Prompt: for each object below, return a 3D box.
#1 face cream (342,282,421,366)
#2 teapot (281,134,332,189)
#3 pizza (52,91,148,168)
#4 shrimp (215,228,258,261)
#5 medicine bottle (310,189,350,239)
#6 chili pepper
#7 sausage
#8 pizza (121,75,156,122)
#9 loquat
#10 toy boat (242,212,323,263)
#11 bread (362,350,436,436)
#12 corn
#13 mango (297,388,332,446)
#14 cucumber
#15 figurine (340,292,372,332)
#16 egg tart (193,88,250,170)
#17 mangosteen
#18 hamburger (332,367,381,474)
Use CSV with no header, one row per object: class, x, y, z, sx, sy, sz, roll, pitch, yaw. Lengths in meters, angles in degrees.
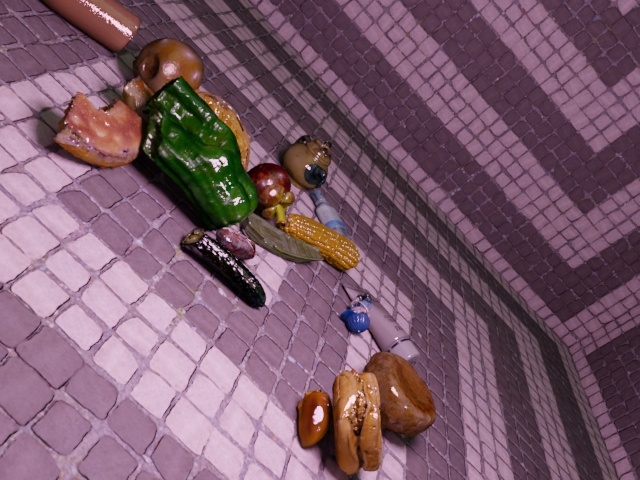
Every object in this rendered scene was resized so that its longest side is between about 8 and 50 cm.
face cream,0.181,0.251,1.821,0.143,0.089,0.314,17,28,-49
teapot,-0.034,-0.286,2.110,0.173,0.182,0.269,31,28,-37
pizza,-0.477,-0.233,1.328,0.161,0.086,0.305,67,20,-2
shrimp,-0.198,0.016,1.468,0.073,0.075,0.190,51,10,24
medicine bottle,0.028,-0.083,2.074,0.090,0.054,0.208,15,39,-52
chili pepper,-0.279,-0.204,1.441,0.385,0.168,0.213,60,15,-10
sausage,-0.621,-0.623,1.626,0.253,0.123,0.123,33,28,-37
pizza,-0.448,-0.322,1.552,0.204,0.081,0.188,-100,167,-67
loquat,-0.418,-0.468,1.684,0.179,0.179,0.227,50,18,0
toy boat,-0.110,0.004,1.680,0.293,0.055,0.093,29,30,-40
bread,0.190,0.395,1.539,0.230,0.123,0.230,43,18,-17
corn,0.000,-0.003,1.838,0.313,0.102,0.102,32,28,-37
mango,-0.012,0.370,1.266,0.063,0.077,0.127,35,38,-22
cucumber,-0.207,0.065,1.389,0.245,0.067,0.067,42,24,-16
figurine,0.112,0.212,1.742,0.136,0.077,0.079,-42,114,-60
egg tart,-0.304,-0.275,1.673,0.291,0.107,0.290,34,42,-38
mangosteen,-0.134,-0.135,1.708,0.181,0.145,0.156,37,12,21
hamburger,0.080,0.378,1.288,0.214,0.108,0.213,-4,90,-90
